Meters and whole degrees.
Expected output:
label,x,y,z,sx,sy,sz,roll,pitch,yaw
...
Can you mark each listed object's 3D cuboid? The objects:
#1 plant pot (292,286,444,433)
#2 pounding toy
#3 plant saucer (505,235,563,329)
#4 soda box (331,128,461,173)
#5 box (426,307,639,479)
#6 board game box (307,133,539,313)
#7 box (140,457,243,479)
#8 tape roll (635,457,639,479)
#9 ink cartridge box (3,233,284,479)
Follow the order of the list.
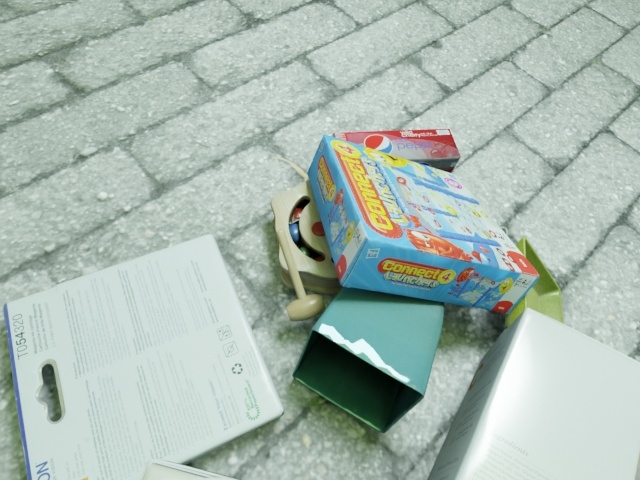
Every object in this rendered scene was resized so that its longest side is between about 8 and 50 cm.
label,x,y,z,sx,sy,sz,roll,pitch,yaw
plant pot,0.095,0.136,0.674,0.165,0.166,0.234,29,48,9
pounding toy,0.000,0.000,0.737,0.154,0.155,0.269,-8,61,-7
plant saucer,0.369,0.121,0.736,0.188,0.045,0.188,42,49,-32
soda box,0.150,-0.173,0.897,0.263,0.092,0.083,-4,61,-11
box,0.255,0.301,0.551,0.168,0.215,0.345,28,60,19
board game box,0.152,-0.036,0.714,0.302,0.086,0.308,12,35,-22
box,-0.108,0.317,0.445,0.148,0.311,0.121,16,59,1
tape roll,0.510,0.375,0.582,0.246,0.169,0.246,3,60,-6
ink cartridge box,-0.267,0.182,0.646,0.330,0.071,0.324,-20,65,-15
